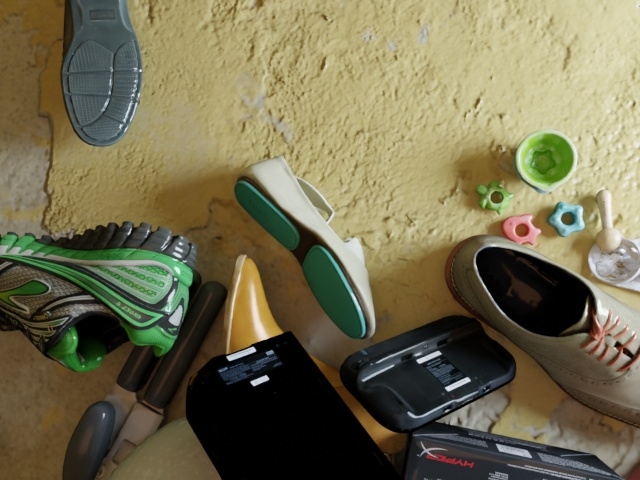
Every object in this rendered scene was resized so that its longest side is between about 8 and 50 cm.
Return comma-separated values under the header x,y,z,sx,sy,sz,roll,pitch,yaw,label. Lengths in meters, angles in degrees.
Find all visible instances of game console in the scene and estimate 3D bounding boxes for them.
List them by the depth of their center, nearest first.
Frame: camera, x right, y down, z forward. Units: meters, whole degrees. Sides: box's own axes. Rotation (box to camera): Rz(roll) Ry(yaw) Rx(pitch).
x,y,z,sx,sy,sz,roll,pitch,yaw,label
0.064,0.162,0.660,0.213,0.362,0.043,50,137,31,game console

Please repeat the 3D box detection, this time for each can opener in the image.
x,y,z,sx,sy,sz,roll,pitch,yaw,label
-0.208,0.166,0.790,0.076,0.095,0.283,28,90,7,can opener

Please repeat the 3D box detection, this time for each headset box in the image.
x,y,z,sx,sy,sz,roll,pitch,yaw,label
0.179,0.365,0.724,0.218,0.110,0.293,9,87,8,headset box

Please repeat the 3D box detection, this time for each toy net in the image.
x,y,z,sx,sy,sz,roll,pitch,yaw,label
0.295,-0.014,0.768,0.122,0.045,0.232,-45,83,2,toy net

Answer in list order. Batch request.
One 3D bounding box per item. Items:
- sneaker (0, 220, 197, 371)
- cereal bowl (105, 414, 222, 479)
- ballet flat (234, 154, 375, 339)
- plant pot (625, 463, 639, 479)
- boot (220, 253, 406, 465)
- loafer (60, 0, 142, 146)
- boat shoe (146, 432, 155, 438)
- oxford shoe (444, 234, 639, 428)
x,y,z,sx,sy,sz,roll,pitch,yaw,label
-0.312,0.071,0.757,0.344,0.134,0.146,-6,63,17,sneaker
-0.080,0.330,0.631,0.339,0.141,0.338,0,86,6,cereal bowl
0.000,0.000,0.789,0.086,0.086,0.248,-39,81,3,ballet flat
0.442,0.345,0.630,0.275,0.243,0.274,0,86,6,plant pot
-0.005,0.163,0.774,0.212,0.104,0.294,0,90,1,boot
-0.280,-0.246,0.845,0.096,0.084,0.267,-2,90,-25,loafer
-0.210,0.367,0.772,0.091,0.109,0.304,1,78,31,boat shoe
0.289,0.111,0.718,0.348,0.130,0.122,30,90,7,oxford shoe
